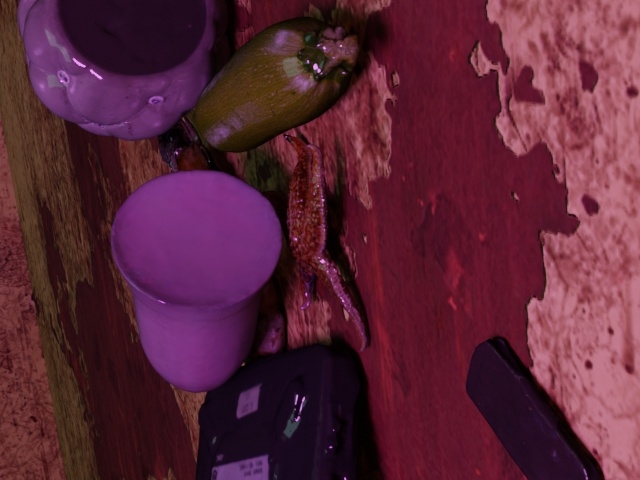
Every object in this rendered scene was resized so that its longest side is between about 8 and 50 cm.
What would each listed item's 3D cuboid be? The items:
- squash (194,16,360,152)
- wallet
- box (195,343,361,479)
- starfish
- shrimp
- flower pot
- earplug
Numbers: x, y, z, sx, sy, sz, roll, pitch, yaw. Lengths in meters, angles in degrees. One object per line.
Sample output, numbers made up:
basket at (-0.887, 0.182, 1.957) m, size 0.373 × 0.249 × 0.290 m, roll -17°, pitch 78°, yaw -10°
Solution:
squash at (-0.047, -0.152, 1.056) m, size 0.379 × 0.101 × 0.101 m, roll 170°, pitch 88°, yaw -71°
wallet at (0.163, 0.150, 0.839) m, size 0.156 × 0.018 × 0.082 m, roll 55°, pitch 149°, yaw 41°
box at (-0.059, 0.305, 1.203) m, size 0.359 × 0.091 × 0.350 m, roll -28°, pitch 57°, yaw 58°
starfish at (-0.008, 0.002, 1.100) m, size 0.213 × 0.057 × 0.238 m, roll 109°, pitch 142°, yaw -62°
shrimp at (-0.136, 0.009, 1.383) m, size 0.364 × 0.071 × 0.233 m, roll 62°, pitch 158°, yaw 19°
flower pot at (-0.225, -0.236, 1.242) m, size 0.195 × 0.246 × 0.246 m, roll 157°, pitch 99°, yaw -73°
earplug at (-0.139, 0.080, 1.199) m, size 0.301 × 0.172 × 0.172 m, roll 100°, pitch 148°, yaw -54°
